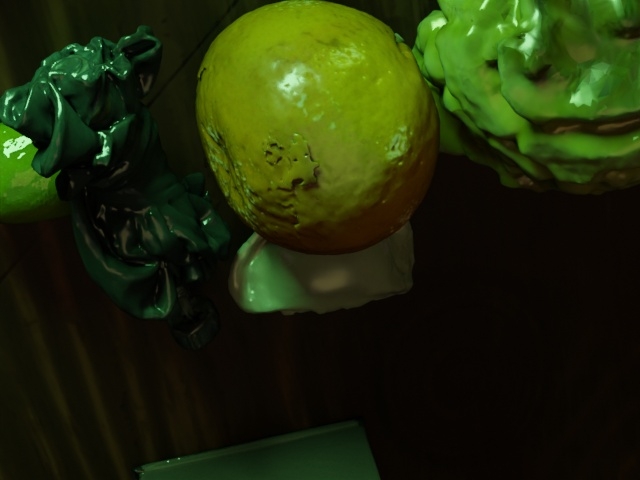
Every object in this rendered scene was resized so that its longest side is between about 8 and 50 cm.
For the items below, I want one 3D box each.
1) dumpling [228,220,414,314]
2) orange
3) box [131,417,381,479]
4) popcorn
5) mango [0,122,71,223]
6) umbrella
[{"bbox_3d":[-0.002,0.000,1.210,0.169,0.100,0.134,-7,95,10],"label":"dumpling"},{"bbox_3d":[-0.002,-0.093,1.073,0.193,0.219,0.219,-23,125,1],"label":"orange"},{"bbox_3d":[-0.057,0.320,1.358,0.252,0.153,0.188,-8,122,-9],"label":"box"},{"bbox_3d":[0.209,-0.173,1.072,0.293,0.237,0.292,-1,84,7],"label":"popcorn"},{"bbox_3d":[-0.228,-0.066,1.112,0.165,0.074,0.091,-18,115,-11],"label":"mango"},{"bbox_3d":[-0.145,-0.022,1.094,0.143,0.094,0.348,-36,138,-17],"label":"umbrella"}]
